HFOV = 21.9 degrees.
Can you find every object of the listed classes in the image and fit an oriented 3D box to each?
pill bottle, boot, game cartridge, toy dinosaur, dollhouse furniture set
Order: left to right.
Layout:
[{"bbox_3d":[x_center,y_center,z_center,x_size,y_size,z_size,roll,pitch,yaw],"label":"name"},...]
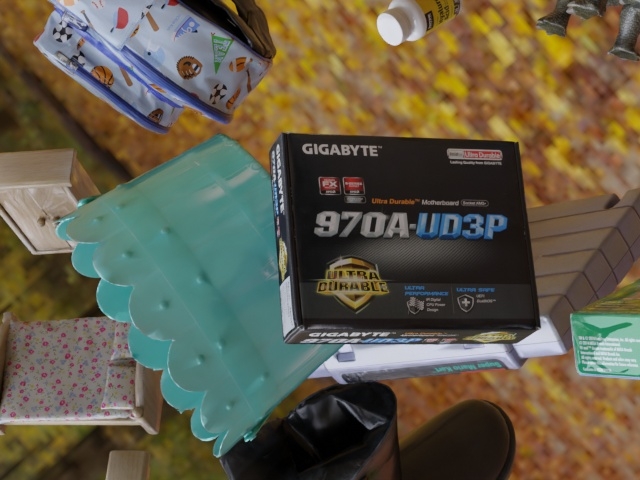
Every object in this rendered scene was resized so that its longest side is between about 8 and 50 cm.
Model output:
[{"bbox_3d":[-0.337,0.094,1.847,0.174,0.303,0.355,65,-155,-60],"label":"dollhouse furniture set"},{"bbox_3d":[0.078,0.261,2.000,0.146,0.367,0.445,41,167,28],"label":"boot"},{"bbox_3d":[0.132,-0.309,2.237,0.065,0.116,0.065,34,142,31],"label":"pill bottle"},{"bbox_3d":[0.150,0.052,1.677,0.355,0.230,0.068,-10,121,46],"label":"game cartridge"},{"bbox_3d":[0.268,-0.257,1.431,0.121,0.160,0.313,16,167,6],"label":"toy dinosaur"}]

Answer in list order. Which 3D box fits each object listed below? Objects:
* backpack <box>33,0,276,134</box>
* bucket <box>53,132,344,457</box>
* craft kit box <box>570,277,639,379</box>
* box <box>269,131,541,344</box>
[{"bbox_3d":[-0.191,-0.243,1.963,0.263,0.213,0.276,31,-168,8],"label":"backpack"},{"bbox_3d":[-0.105,0.045,1.585,0.281,0.183,0.281,52,168,16],"label":"bucket"},{"bbox_3d":[0.359,0.048,1.239,0.250,0.246,0.061,0,102,43],"label":"craft kit box"},{"bbox_3d":[0.071,0.000,1.412,0.051,0.220,0.175,134,135,-65],"label":"box"}]
